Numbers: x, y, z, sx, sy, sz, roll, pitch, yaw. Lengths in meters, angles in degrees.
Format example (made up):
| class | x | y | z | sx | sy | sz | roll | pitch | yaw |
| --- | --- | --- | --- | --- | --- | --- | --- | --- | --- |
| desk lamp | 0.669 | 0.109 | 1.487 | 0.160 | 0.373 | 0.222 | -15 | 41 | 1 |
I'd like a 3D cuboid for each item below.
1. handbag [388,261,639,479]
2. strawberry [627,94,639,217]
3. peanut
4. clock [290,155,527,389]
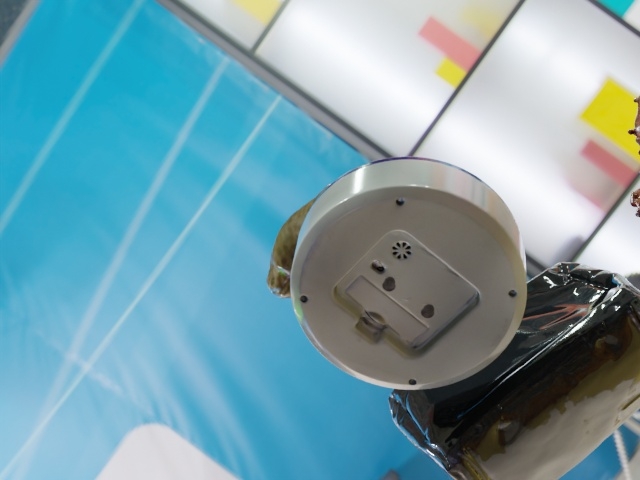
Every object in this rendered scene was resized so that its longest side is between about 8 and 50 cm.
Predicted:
| class | x | y | z | sx | sy | sz | roll | pitch | yaw |
| --- | --- | --- | --- | --- | --- | --- | --- | --- | --- |
| handbag | 0.250 | 0.174 | 1.107 | 0.301 | 0.178 | 0.275 | -38 | 13 | -3 |
| strawberry | 0.363 | -0.107 | 0.934 | 0.167 | 0.087 | 0.208 | 116 | 169 | -60 |
| peanut | 0.000 | 0.000 | 1.638 | 0.253 | 0.122 | 0.137 | -37 | 40 | 34 |
| clock | 0.086 | 0.036 | 0.979 | 0.230 | 0.230 | 0.083 | -55 | 8 | 29 |
